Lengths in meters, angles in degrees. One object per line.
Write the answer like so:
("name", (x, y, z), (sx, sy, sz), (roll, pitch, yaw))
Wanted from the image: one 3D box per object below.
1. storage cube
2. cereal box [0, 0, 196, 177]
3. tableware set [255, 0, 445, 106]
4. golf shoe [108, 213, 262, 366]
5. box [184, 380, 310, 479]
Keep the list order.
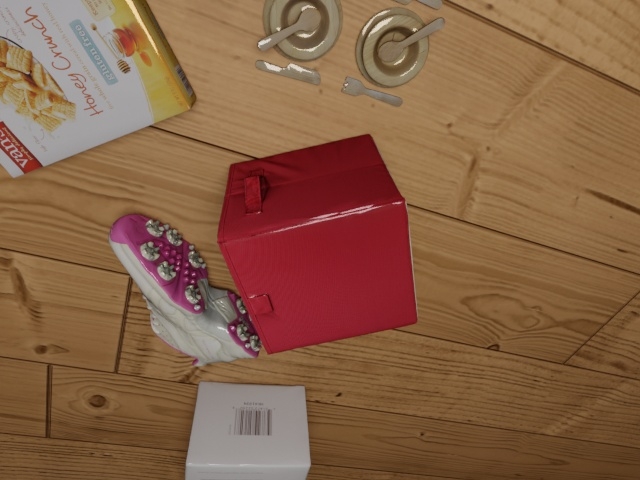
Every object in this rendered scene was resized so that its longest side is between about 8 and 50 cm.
("storage cube", (0.000, 0.000, 0.522), (0.194, 0.183, 0.214), (-12, 125, 2))
("cereal box", (-0.285, -0.184, 0.443), (0.241, 0.047, 0.172), (-19, 125, 8))
("tableware set", (0.034, -0.225, 0.454), (0.195, 0.039, 0.128), (11, 123, -13))
("golf shoe", (-0.215, 0.096, 0.615), (0.140, 0.115, 0.306), (-24, 123, 15))
("box", (-0.159, 0.467, 0.847), (0.215, 0.168, 0.344), (7, 124, -11))
